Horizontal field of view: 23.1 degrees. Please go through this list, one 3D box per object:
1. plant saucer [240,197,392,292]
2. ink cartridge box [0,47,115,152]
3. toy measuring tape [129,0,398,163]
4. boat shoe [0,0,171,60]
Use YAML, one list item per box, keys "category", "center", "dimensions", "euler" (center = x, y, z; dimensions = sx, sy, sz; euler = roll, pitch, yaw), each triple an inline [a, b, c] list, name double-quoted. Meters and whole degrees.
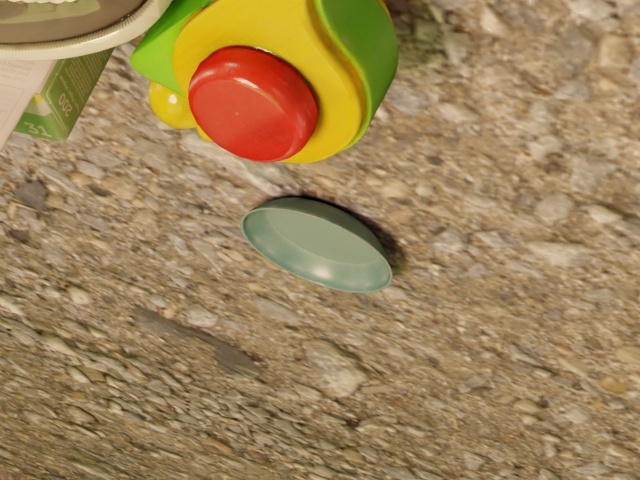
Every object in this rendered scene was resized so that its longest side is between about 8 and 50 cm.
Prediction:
- category: "plant saucer"
  center: [0.000, 0.000, 1.147]
  dimensions: [0.119, 0.021, 0.119]
  euler: [19, 157, 8]
- category: "ink cartridge box"
  center: [-0.223, -0.088, 0.885]
  dimensions: [0.171, 0.235, 0.056]
  euler: [14, 155, 20]
- category: "toy measuring tape"
  center: [0.021, -0.116, 0.783]
  dimensions: [0.121, 0.121, 0.330]
  euler: [34, 145, -25]
- category: "boat shoe"
  center: [-0.221, -0.178, 0.850]
  dimensions: [0.305, 0.109, 0.091]
  euler: [17, 161, 22]
